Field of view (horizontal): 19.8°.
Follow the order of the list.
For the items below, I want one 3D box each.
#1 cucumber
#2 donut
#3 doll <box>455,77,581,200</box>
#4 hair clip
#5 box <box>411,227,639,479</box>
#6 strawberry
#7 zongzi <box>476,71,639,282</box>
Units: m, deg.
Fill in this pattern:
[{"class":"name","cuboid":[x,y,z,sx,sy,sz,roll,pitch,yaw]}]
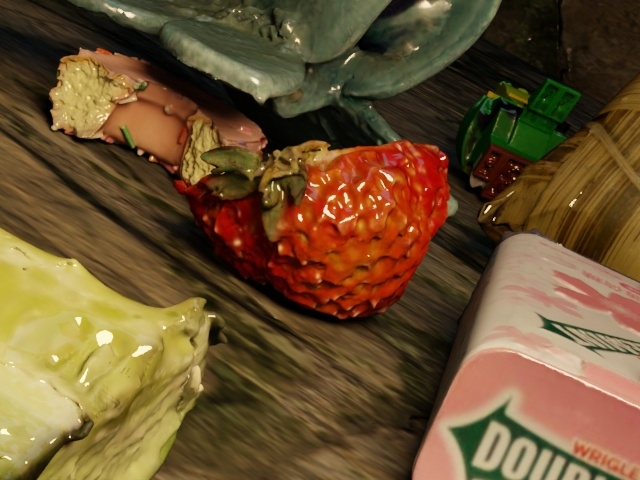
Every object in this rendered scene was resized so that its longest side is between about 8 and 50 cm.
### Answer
[{"class":"cucumber","cuboid":[-0.211,0.014,0.684,0.325,0.105,0.145,28,40,11]},{"class":"donut","cuboid":[-0.110,-0.082,1.327,0.166,0.065,0.117,31,15,19]},{"class":"doll","cuboid":[0.195,-0.107,1.862,0.106,0.134,0.186,22,7,-11]},{"class":"hair clip","cuboid":[-0.012,-0.202,1.394,0.392,0.238,0.318,31,1,-43]},{"class":"box","cuboid":[0.162,0.096,1.057,0.190,0.112,0.370,27,11,4]},{"class":"strawberry","cuboid":[0.006,-0.001,1.178,0.175,0.106,0.236,-9,-6,28]},{"class":"zongzi","cuboid":[0.318,-0.035,1.491,0.286,0.288,0.134,38,-10,34]}]
